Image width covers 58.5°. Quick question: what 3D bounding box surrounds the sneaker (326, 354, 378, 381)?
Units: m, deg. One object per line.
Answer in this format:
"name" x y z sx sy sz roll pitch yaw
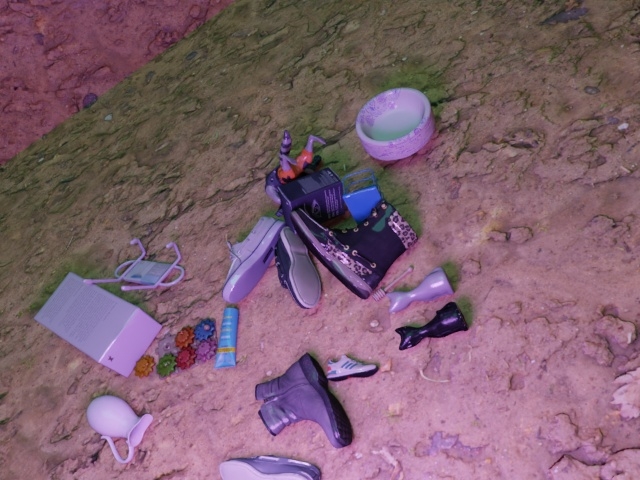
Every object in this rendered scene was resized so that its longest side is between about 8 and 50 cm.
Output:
"sneaker" 0.092 0.374 1.716 0.161 0.057 0.075 -15 57 20

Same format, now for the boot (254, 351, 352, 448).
"boot" -0.056 0.511 1.672 0.222 0.118 0.338 -36 38 3

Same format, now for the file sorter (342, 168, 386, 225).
"file sorter" 0.159 -0.147 1.984 0.118 0.170 0.105 -15 48 16

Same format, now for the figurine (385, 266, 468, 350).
"figurine" 0.307 0.207 1.716 0.209 0.092 0.215 -24 49 14

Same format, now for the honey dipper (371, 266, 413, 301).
"honey dipper" 0.234 0.137 1.835 0.160 0.030 0.030 -38 49 -6

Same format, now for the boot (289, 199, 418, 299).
"boot" 0.110 -0.027 1.886 0.284 0.138 0.377 -42 75 -10

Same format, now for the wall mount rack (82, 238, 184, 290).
"wall mount rack" -0.717 0.117 2.215 0.349 0.131 0.304 5 40 29

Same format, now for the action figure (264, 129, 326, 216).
"action figure" -0.107 -0.276 2.147 0.178 0.330 0.341 34 49 -5

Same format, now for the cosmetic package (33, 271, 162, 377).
"cosmetic package" -0.842 0.308 2.156 0.453 0.161 0.230 19 67 35

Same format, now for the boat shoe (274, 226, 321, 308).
"boat shoe" -0.096 0.111 1.967 0.113 0.127 0.340 -47 49 32

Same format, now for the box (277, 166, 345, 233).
"box" -0.030 -0.140 2.006 0.207 0.153 0.108 -22 45 -16

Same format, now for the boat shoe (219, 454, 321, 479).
"boat shoe" -0.144 0.667 1.622 0.319 0.116 0.099 -5 12 31

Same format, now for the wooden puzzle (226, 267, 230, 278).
"wooden puzzle" -0.316 0.148 2.109 0.078 0.014 0.116 -10 53 25

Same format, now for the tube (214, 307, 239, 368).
"tube" -0.316 0.336 1.957 0.080 0.052 0.207 -13 58 24

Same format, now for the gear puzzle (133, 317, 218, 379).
"gear puzzle" -0.519 0.388 2.016 0.338 0.044 0.176 -23 50 10

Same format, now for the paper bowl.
"paper bowl" 0.285 -0.418 2.125 0.284 0.148 0.284 -13 52 17

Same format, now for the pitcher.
"pitcher" -0.680 0.620 1.893 0.207 0.125 0.178 17 81 22

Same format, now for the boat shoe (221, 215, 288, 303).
"boat shoe" -0.273 0.051 2.060 0.156 0.136 0.367 22 66 23
